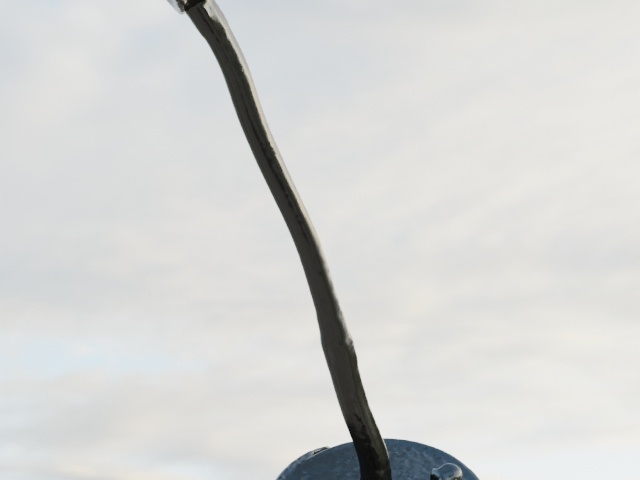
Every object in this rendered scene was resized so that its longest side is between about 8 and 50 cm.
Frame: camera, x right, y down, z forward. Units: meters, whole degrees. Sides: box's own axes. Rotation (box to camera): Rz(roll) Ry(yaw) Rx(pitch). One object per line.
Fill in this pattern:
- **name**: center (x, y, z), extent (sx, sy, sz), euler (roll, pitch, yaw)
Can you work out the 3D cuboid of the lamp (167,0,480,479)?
- **lamp**: center (-0.032, 0.020, 0.669), extent (0.109, 0.130, 0.371), euler (-29, -54, -3)
